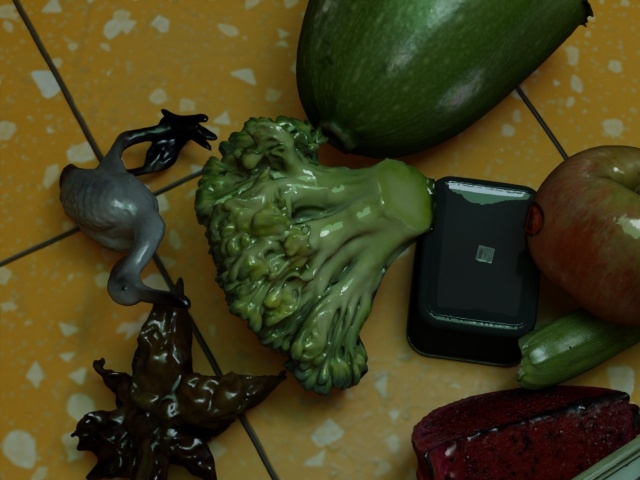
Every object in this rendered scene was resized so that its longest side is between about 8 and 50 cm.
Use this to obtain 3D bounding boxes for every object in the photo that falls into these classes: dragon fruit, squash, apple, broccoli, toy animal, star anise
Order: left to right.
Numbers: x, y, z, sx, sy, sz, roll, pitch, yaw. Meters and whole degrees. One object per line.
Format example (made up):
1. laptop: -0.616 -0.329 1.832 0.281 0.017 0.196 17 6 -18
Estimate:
1. toy animal: -0.221 -0.035 1.579 0.195 0.090 0.324 -14 42 18
2. star anise: -0.150 0.208 1.468 0.237 0.148 0.346 -5 52 0
3. broccoli: 0.000 0.000 1.508 0.288 0.245 0.248 49 33 -17
4. squash: 0.109 -0.227 1.651 0.310 0.310 0.309 36 90 14
5. dragon fruit: 0.209 0.230 1.478 0.261 0.163 0.189 -13 37 -19
6. squash: 0.295 0.105 1.546 0.238 0.069 0.069 -21 65 -37
7. apple: 0.323 -0.006 1.510 0.209 0.164 0.209 5 36 -3

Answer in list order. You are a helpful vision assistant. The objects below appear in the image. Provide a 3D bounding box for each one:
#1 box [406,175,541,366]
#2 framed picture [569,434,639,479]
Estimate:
1. box: 0.178 0.031 1.597 0.144 0.090 0.201 8 65 3
2. framed picture: 0.404 0.308 1.420 0.216 0.016 0.273 -28 72 -22
